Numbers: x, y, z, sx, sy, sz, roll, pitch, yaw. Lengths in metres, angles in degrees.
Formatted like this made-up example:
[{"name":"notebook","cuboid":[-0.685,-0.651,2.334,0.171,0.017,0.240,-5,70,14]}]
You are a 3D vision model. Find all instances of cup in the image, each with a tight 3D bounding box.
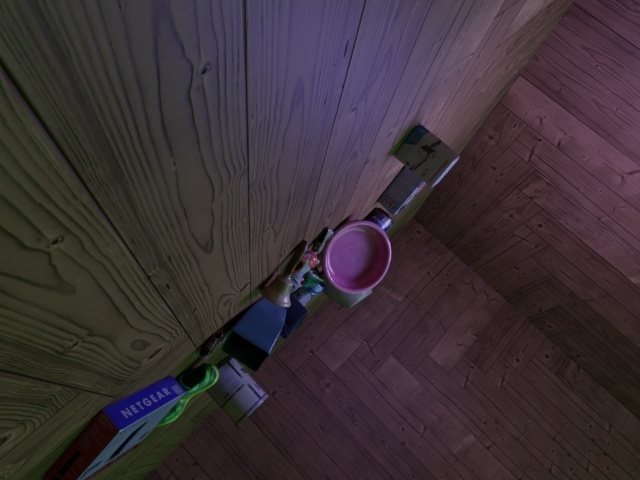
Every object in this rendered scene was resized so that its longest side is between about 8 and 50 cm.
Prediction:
[{"name":"cup","cuboid":[0.166,0.252,2.491,0.331,0.237,0.331,-32,169,-7]}]

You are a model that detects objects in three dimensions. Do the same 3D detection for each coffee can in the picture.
[{"name":"coffee can","cuboid":[-0.418,0.727,2.073,0.201,0.275,0.201,-44,168,-11]}]

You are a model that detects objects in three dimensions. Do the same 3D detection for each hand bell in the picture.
[{"name":"hand bell","cuboid":[-0.110,0.106,1.542,0.242,0.126,0.126,-62,166,9]}]

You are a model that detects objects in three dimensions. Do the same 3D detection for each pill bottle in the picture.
[{"name":"pill bottle","cuboid":[0.262,-0.055,2.210,0.219,0.123,0.123,-44,169,-9]}]

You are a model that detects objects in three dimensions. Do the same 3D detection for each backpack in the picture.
[{"name":"backpack","cuboid":[-0.037,0.225,2.149,0.084,0.105,0.114,-47,164,1]}]

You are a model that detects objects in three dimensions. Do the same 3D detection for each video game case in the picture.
[{"name":"video game case","cuboid":[-0.157,0.362,2.300,0.244,0.061,0.269,-44,169,-16]}]

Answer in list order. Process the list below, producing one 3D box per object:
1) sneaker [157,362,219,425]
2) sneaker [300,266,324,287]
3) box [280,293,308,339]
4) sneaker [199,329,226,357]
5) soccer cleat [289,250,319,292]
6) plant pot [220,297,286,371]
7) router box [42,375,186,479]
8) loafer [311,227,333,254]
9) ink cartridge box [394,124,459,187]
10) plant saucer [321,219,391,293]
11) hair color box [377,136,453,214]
[{"name":"sneaker","cuboid":[-0.526,0.563,1.606,0.295,0.109,0.123,-41,145,-18]},{"name":"sneaker","cuboid":[-0.051,0.172,1.933,0.110,0.107,0.275,-35,167,-7]},{"name":"box","cuboid":[-0.162,0.344,1.984,0.108,0.153,0.207,-39,166,-31]},{"name":"sneaker","cuboid":[-0.386,0.365,1.521,0.119,0.047,0.057,-48,166,-34]},{"name":"soccer cleat","cuboid":[-0.100,0.123,1.668,0.095,0.083,0.248,5,141,-37]},{"name":"plant pot","cuboid":[-0.242,0.345,1.666,0.165,0.166,0.234,-57,-179,43]},{"name":"router box","cuboid":[-0.629,0.601,1.342,0.301,0.082,0.335,-48,169,9]},{"name":"loafer","cuboid":[0.000,0.000,1.665,0.125,0.045,0.039,-54,151,6]},{"name":"ink cartridge box","cuboid":[0.398,-0.316,1.605,0.082,0.191,0.139,-33,162,-50]},{"name":"plant saucer","cuboid":[0.152,0.068,1.893,0.332,0.332,0.084,-45,-156,-6]},{"name":"hair color box","cuboid":[0.452,-0.307,2.048,0.374,0.113,0.185,-53,168,33]}]
